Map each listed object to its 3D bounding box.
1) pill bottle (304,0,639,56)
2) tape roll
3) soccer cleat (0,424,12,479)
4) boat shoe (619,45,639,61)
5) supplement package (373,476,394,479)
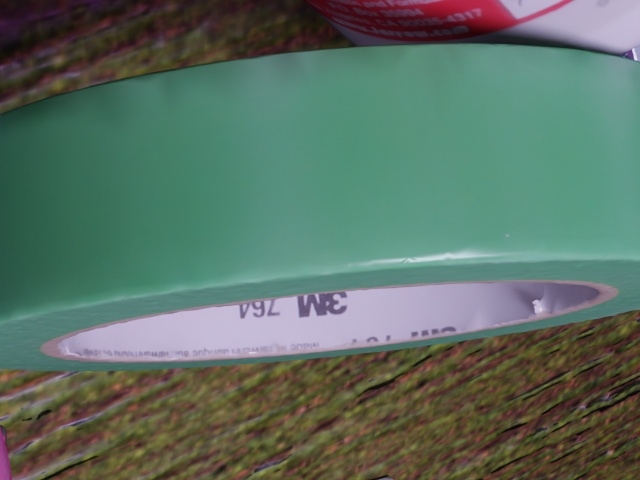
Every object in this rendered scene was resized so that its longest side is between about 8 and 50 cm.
[{"bbox_3d":[-0.011,-0.234,0.455,0.229,0.229,0.408,-48,139,6],"label":"pill bottle"},{"bbox_3d":[0.000,0.000,0.626,0.321,0.077,0.321,-6,171,-1],"label":"tape roll"},{"bbox_3d":[-0.226,0.060,0.587,0.116,0.143,0.331,-5,136,14],"label":"soccer cleat"},{"bbox_3d":[0.133,-0.122,0.797,0.065,0.083,0.183,-22,108,-23],"label":"boat shoe"},{"bbox_3d":[0.015,0.324,0.926,0.198,0.262,0.199,-10,129,-32],"label":"supplement package"}]
